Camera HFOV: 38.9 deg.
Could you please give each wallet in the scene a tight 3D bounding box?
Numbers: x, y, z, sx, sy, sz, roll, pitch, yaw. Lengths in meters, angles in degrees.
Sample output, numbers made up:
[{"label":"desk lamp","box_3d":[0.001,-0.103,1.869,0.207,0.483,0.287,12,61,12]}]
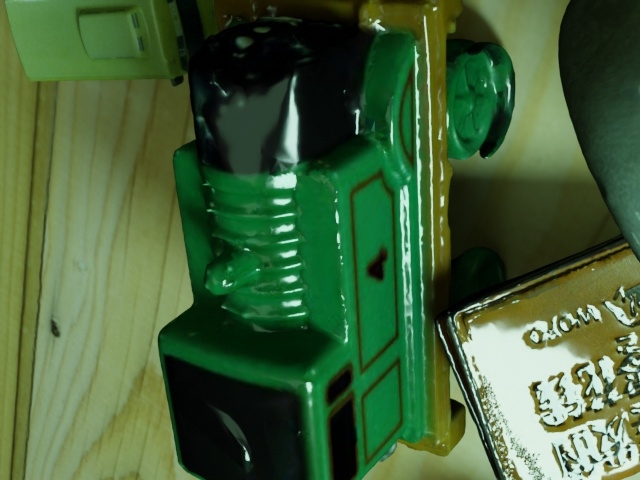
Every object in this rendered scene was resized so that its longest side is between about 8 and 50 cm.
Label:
[{"label":"wallet","box_3d":[0.188,0.081,0.590,0.195,0.042,0.161,-21,106,0]}]

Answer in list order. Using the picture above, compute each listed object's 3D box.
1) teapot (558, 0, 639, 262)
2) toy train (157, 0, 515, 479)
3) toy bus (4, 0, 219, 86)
[{"label":"teapot","box_3d":[0.281,-0.116,0.424,0.285,0.305,0.223,-29,132,34]},{"label":"toy train","box_3d":[0.000,0.000,0.610,0.178,0.249,0.429,12,120,31]},{"label":"toy bus","box_3d":[-0.161,-0.175,0.733,0.175,0.101,0.088,6,116,32]}]
